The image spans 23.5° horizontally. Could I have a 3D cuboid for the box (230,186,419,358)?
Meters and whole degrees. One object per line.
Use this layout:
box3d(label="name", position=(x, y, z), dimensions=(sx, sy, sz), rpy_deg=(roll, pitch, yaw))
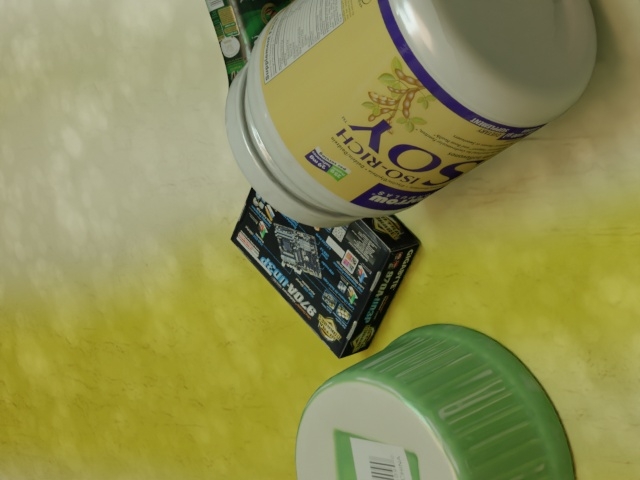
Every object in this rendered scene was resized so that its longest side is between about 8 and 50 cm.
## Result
box3d(label="box", position=(0.000, 0.000, 1.783), dimensions=(0.220, 0.051, 0.175), rpy_deg=(46, 132, 28))

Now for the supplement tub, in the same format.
box3d(label="supplement tub", position=(0.078, -0.165, 1.502), dimensions=(0.331, 0.241, 0.241), rpy_deg=(-33, 78, 48))

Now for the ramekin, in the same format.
box3d(label="ramekin", position=(0.111, 0.254, 1.670), dimensions=(0.303, 0.148, 0.303), rpy_deg=(18, 115, 43))

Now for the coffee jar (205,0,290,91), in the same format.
box3d(label="coffee jar", position=(-0.069, -0.223, 1.753), dimensions=(0.079, 0.096, 0.184), rpy_deg=(-8, 97, 51))
